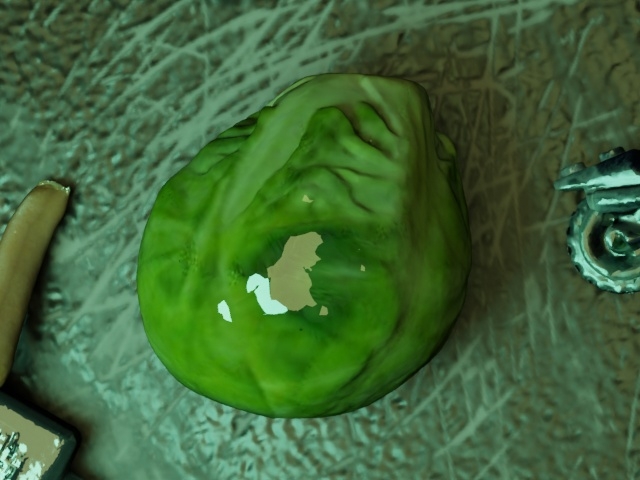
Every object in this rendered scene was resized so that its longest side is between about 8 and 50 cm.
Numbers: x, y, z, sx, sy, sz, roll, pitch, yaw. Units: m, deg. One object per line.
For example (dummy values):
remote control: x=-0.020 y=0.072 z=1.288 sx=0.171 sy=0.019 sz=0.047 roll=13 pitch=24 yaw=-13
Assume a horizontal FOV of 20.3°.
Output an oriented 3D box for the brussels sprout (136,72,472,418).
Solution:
brussels sprout: x=0.000 y=0.000 z=1.297 sx=0.219 sy=0.210 sz=0.271 roll=14 pitch=79 yaw=29

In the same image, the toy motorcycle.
toy motorcycle: x=0.298 y=-0.067 z=1.310 sx=0.270 sy=0.106 sz=0.159 roll=-20 pitch=83 yaw=17

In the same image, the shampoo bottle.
shampoo bottle: x=-0.278 y=0.151 z=1.385 sx=0.309 sy=0.071 sz=0.098 roll=31 pitch=87 yaw=1

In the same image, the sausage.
sausage: x=-0.237 y=0.035 z=1.379 sx=0.040 sy=0.047 sz=0.177 roll=26 pitch=62 yaw=-21
